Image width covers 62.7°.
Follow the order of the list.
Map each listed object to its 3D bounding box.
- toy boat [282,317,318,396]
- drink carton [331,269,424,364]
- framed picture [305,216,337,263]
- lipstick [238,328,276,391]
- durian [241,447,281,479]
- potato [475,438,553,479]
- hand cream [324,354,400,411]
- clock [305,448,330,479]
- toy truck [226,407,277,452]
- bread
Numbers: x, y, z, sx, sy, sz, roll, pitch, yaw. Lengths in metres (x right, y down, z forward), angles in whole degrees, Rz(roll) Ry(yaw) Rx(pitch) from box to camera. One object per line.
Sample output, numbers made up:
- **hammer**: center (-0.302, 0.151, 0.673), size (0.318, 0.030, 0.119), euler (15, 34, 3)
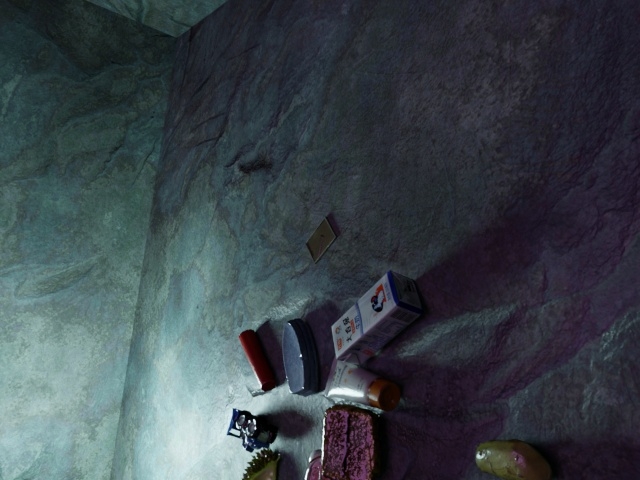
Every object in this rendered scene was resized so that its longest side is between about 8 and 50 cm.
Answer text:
- **toy boat**: center (-0.075, 0.413, 1.887), size (0.127, 0.078, 0.283), euler (-38, 54, 44)
- **drink carton**: center (0.164, 0.242, 1.589), size (0.315, 0.106, 0.131), euler (-50, 32, 33)
- **framed picture**: center (0.000, 0.000, 1.948), size (0.149, 0.011, 0.109), euler (-52, 45, 31)
- **lipstick**: center (-0.254, 0.475, 2.104), size (0.073, 0.073, 0.280), euler (-58, 42, 25)
- **durian**: center (-0.223, 0.945, 1.948), size (0.169, 0.157, 0.356), euler (2, 82, 16)
- **potato**: center (0.439, 0.507, 1.210), size (0.188, 0.085, 0.105), euler (-22, 86, 51)
- **hand cream**: center (0.119, 0.445, 1.638), size (0.314, 0.089, 0.140), euler (-7, 64, 58)
- **clock**: center (0.025, 0.760, 1.672), size (0.165, 0.092, 0.162), euler (2, 73, 47)
- **toy truck**: center (-0.269, 0.726, 2.004), size (0.208, 0.113, 0.126), euler (12, 71, 55)
- **bread**: center (0.095, 0.609, 1.572), size (0.181, 0.096, 0.222), euler (-3, 76, 20)
